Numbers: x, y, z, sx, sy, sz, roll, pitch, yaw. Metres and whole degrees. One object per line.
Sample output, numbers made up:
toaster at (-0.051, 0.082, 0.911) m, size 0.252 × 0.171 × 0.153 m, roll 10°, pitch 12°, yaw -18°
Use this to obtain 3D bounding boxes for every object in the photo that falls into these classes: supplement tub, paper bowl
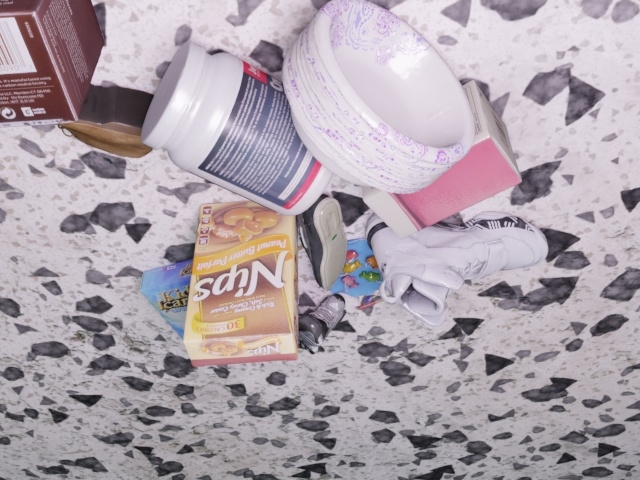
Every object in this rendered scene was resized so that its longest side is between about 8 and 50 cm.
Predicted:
supplement tub at (-0.118, -0.170, 1.079) m, size 0.272 × 0.191 × 0.191 m, roll 24°, pitch 131°, yaw -25°
paper bowl at (0.072, -0.192, 0.992) m, size 0.284 × 0.284 × 0.148 m, roll 25°, pitch 135°, yaw -25°

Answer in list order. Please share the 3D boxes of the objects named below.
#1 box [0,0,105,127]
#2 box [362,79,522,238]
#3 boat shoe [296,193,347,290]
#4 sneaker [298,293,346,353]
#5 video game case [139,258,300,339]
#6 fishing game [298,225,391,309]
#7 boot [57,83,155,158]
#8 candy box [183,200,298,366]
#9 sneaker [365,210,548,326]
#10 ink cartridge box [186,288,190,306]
box at (-0.415, -0.282, 0.944) m, size 0.168 × 0.203 × 0.167 m, roll -3°, pitch 137°, yaw 2°
box at (0.194, -0.131, 1.158) m, size 0.232 × 0.149 × 0.127 m, roll -27°, pitch 132°, yaw 26°
boat shoe at (0.000, 0.000, 1.344) m, size 0.079 × 0.084 × 0.233 m, roll 23°, pitch 141°, yaw 30°
sneaker at (0.001, 0.156, 1.449) m, size 0.086 × 0.132 × 0.229 m, roll 40°, pitch 166°, yaw 8°
video game case at (-0.210, 0.132, 1.498) m, size 0.269 × 0.061 × 0.244 m, roll -14°, pitch 134°, yaw 14°
fishing game at (0.076, 0.067, 1.449) m, size 0.189 × 0.041 × 0.264 m, roll -23°, pitch 133°, yaw 26°
boot at (-0.407, -0.203, 1.110) m, size 0.305 × 0.112 × 0.115 m, roll 15°, pitch 145°, yaw -20°
candy box at (-0.133, 0.066, 1.241) m, size 0.182 × 0.317 × 0.088 m, roll -4°, pitch 137°, yaw 3°
sneaker at (0.269, 0.055, 1.313) m, size 0.365 × 0.210 × 0.137 m, roll 6°, pitch 137°, yaw -8°
ink cartridge box at (-0.157, 0.116, 1.402) m, size 0.207 × 0.046 × 0.097 m, roll 18°, pitch 131°, yaw -19°
